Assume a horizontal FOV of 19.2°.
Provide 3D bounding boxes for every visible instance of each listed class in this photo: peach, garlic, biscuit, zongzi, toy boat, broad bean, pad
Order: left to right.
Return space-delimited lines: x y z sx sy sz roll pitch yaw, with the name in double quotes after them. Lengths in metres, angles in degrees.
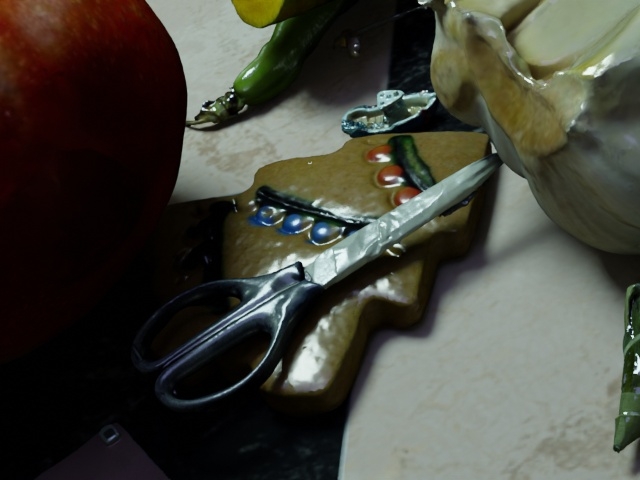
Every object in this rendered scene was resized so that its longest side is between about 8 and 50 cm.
-0.272 -0.079 1.365 0.388 0.388 0.388 -14 38 12 "peach"
-0.191 0.202 1.286 0.188 0.006 0.113 -35 40 -15 "pad"
-0.014 -0.213 1.649 0.098 0.056 0.318 16 54 39 "broad bean"
0.000 -0.001 1.398 0.301 0.043 0.278 -36 39 -15 "biscuit"
0.056 -0.103 1.497 0.083 0.038 0.038 -14 38 13 "toy boat"
0.207 -0.096 1.290 0.203 0.185 0.281 -25 37 -23 "garlic"
0.240 0.080 1.174 0.109 0.055 0.119 -4 53 22 "zongzi"

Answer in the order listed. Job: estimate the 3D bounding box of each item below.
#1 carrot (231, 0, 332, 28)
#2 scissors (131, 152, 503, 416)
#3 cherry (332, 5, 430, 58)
0.049 -0.273 1.591 0.302 0.114 0.114 -27 34 -34 "carrot"
0.006 0.020 1.321 0.300 0.022 0.109 -32 45 -11 "scissors"
0.121 -0.205 1.547 0.225 0.090 0.107 -39 53 -6 "cherry"
